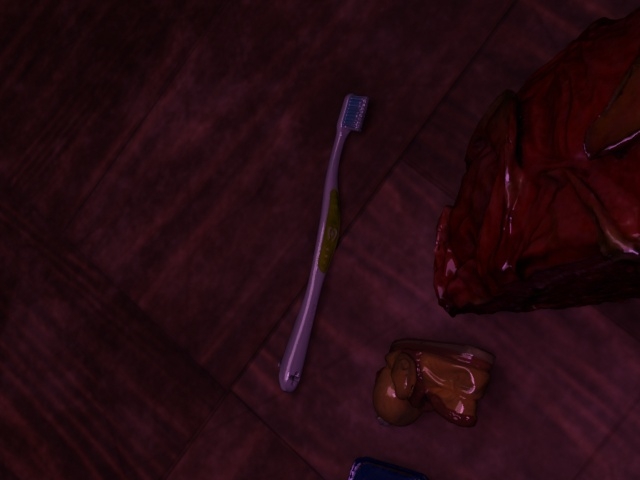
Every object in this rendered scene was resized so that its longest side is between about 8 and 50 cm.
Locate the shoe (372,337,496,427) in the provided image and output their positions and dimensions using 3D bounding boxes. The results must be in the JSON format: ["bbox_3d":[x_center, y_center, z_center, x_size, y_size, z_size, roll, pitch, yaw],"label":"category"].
[{"bbox_3d":[0.084,0.112,1.250,0.109,0.072,0.069,0,71,29],"label":"shoe"}]

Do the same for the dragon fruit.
[{"bbox_3d":[0.206,-0.014,1.177,0.330,0.302,0.240,-34,94,34],"label":"dragon fruit"}]

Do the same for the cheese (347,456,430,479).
[{"bbox_3d":[0.022,0.291,1.241,0.155,0.062,0.244,13,82,33],"label":"cheese"}]

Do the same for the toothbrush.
[{"bbox_3d":[0.000,0.000,1.359,0.026,0.022,0.263,7,79,42],"label":"toothbrush"}]
